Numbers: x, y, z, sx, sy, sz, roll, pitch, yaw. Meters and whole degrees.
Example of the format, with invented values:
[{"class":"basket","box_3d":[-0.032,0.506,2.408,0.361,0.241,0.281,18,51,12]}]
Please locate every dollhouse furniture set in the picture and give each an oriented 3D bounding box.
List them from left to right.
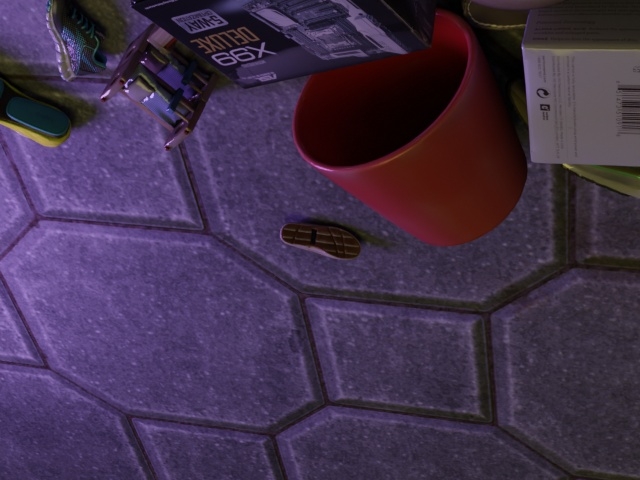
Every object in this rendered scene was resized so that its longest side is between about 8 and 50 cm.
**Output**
[{"class":"dollhouse furniture set","box_3d":[-0.196,-0.243,1.705,0.129,0.129,0.183,37,137,-21]}]

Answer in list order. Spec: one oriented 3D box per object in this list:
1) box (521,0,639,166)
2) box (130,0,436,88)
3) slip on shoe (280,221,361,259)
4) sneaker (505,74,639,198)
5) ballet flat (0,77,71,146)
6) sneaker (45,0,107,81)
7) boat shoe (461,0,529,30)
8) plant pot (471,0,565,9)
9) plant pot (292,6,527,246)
[{"class":"box","box_3d":[0.335,-0.191,1.408,0.182,0.119,0.181,3,137,17]},{"class":"box","box_3d":[-0.046,-0.301,1.528,0.307,0.076,0.242,-7,155,34]},{"class":"slip on shoe","box_3d":[0.000,0.000,1.978,0.135,0.051,0.041,9,180,-1]},{"class":"sneaker","box_3d":[0.443,-0.147,1.599,0.410,0.158,0.182,25,109,-5]},{"class":"ballet flat","box_3d":[-0.506,-0.212,1.912,0.231,0.077,0.077,28,156,-13]},{"class":"sneaker","box_3d":[-0.353,-0.307,1.762,0.076,0.065,0.166,-4,141,1]},{"class":"boat shoe","box_3d":[0.312,-0.311,1.453,0.324,0.097,0.116,-9,133,29]},{"class":"plant pot","box_3d":[0.213,-0.374,1.326,0.284,0.284,0.191,15,175,4]},{"class":"plant pot","box_3d":[0.139,-0.135,1.619,0.275,0.275,0.243,-13,141,32]}]
